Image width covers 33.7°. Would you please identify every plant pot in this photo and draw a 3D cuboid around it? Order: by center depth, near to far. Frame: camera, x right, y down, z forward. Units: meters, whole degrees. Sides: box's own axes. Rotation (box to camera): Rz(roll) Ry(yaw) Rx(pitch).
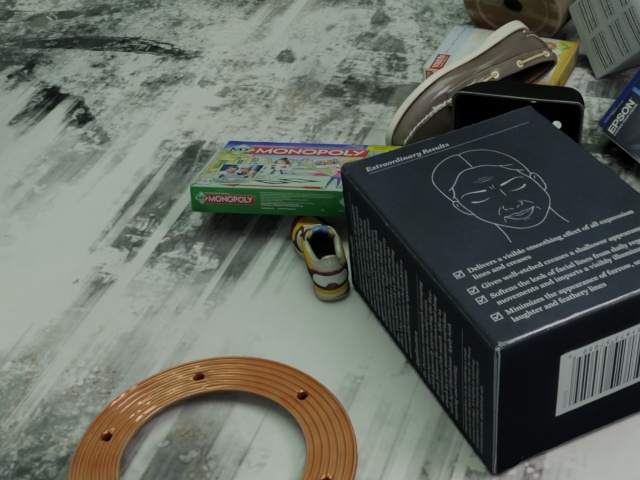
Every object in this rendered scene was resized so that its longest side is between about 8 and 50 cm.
[{"bbox_3d":[0.307,-0.153,1.594,0.188,0.187,0.167,9,28,19],"label":"plant pot"},{"bbox_3d":[0.406,-0.528,1.991,0.323,0.323,0.280,13,59,23],"label":"plant pot"}]

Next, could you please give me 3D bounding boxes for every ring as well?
[{"bbox_3d":[-0.124,0.261,1.230,0.337,0.032,0.336,-4,38,3],"label":"ring"}]

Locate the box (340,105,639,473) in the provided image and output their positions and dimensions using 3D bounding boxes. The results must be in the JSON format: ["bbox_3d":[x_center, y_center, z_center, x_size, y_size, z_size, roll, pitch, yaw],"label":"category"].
[{"bbox_3d":[0.240,0.041,1.315,0.294,0.212,0.395,-19,40,-15],"label":"box"}]

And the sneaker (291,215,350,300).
[{"bbox_3d":[0.000,0.000,1.504,0.070,0.084,0.185,-14,39,-11],"label":"sneaker"}]

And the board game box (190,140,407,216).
[{"bbox_3d":[-0.017,-0.096,1.624,0.317,0.046,0.213,2,25,11],"label":"board game box"}]

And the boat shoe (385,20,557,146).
[{"bbox_3d":[0.250,-0.237,1.741,0.324,0.116,0.097,-38,64,-16],"label":"boat shoe"}]

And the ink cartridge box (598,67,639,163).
[{"bbox_3d":[0.544,-0.176,1.597,0.065,0.165,0.332,21,21,-34],"label":"ink cartridge box"}]

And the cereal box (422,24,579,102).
[{"bbox_3d":[0.324,-0.316,1.898,0.240,0.047,0.173,13,42,24],"label":"cereal box"}]

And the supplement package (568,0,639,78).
[{"bbox_3d":[0.574,-0.399,1.811,0.194,0.203,0.149,-19,84,-16],"label":"supplement package"}]
